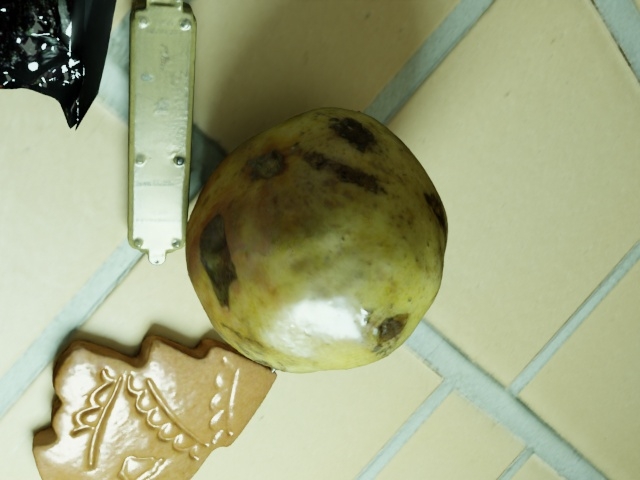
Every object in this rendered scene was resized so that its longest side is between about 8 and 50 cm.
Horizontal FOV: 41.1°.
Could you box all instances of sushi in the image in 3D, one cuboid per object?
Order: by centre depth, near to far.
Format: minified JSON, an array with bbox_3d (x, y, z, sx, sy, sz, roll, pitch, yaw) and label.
[{"bbox_3d":[-0.256,-0.206,0.704,0.151,0.153,0.172,14,130,-4],"label":"sushi"}]

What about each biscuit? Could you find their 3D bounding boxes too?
[{"bbox_3d":[-0.192,0.214,1.037,0.307,0.043,0.283,-19,124,-21],"label":"biscuit"}]

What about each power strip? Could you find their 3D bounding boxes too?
[{"bbox_3d":[-0.163,-0.117,0.868,0.064,0.044,0.305,1,117,-12],"label":"power strip"}]

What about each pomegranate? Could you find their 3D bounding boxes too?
[{"bbox_3d":[0.000,0.000,0.898,0.281,0.281,0.281,-14,121,-24],"label":"pomegranate"}]
